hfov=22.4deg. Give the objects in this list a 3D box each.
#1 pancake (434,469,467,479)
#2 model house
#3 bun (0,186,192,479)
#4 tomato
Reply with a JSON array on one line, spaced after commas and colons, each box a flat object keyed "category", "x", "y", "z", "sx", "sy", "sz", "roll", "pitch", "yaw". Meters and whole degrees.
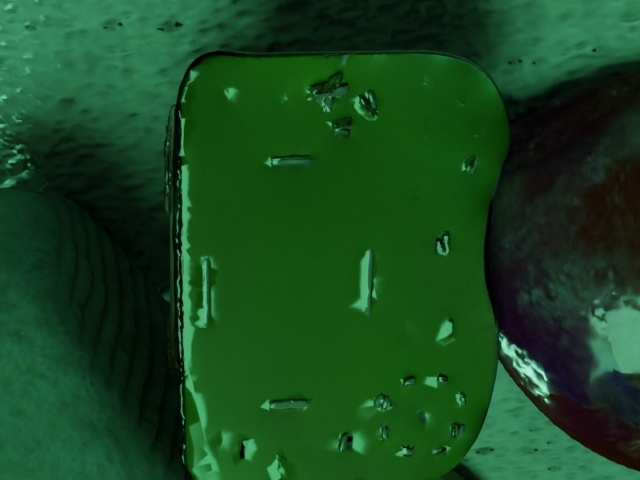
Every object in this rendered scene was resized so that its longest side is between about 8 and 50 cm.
[{"category": "pancake", "x": 0.023, "y": 0.291, "z": 1.430, "sx": 0.294, "sy": 0.049, "sz": 0.294, "roll": -6, "pitch": 130, "yaw": -7}, {"category": "model house", "x": -0.001, "y": 0.001, "z": 1.046, "sx": 0.207, "sy": 0.154, "sz": 0.294, "roll": -3, "pitch": 112, "yaw": -12}, {"category": "bun", "x": -0.184, "y": 0.142, "z": 1.130, "sx": 0.211, "sy": 0.362, "sz": 0.362, "roll": -25, "pitch": 130, "yaw": 9}, {"category": "tomato", "x": 0.249, "y": 0.037, "z": 1.055, "sx": 0.335, "sy": 0.176, "sz": 0.289, "roll": 34, "pitch": 129, "yaw": -23}]
